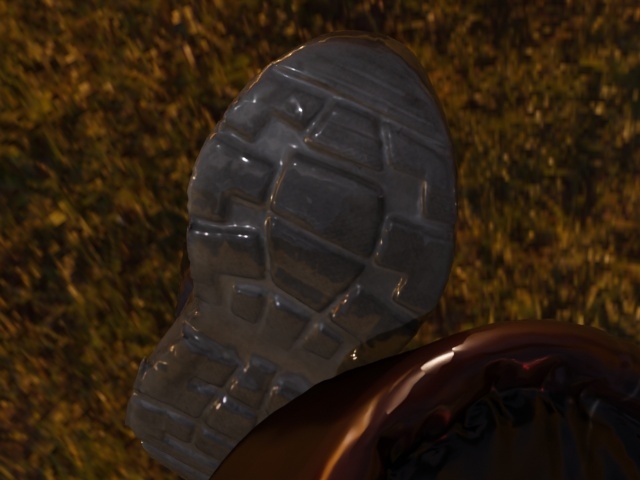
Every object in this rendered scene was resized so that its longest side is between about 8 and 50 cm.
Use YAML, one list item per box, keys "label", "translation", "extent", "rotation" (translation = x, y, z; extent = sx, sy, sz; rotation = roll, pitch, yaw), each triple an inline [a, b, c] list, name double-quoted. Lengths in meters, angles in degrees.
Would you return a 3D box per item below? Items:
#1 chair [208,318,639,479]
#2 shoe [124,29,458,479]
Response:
- label: "chair"
  translation: [0.133, 0.091, 0.432]
  extent: [0.226, 0.401, 0.226]
  rotation: [10, 68, -27]
- label: "shoe"
  translation: [-0.001, 0.000, 0.667]
  extent: [0.099, 0.227, 0.125]
  rotation: [27, 39, 1]
